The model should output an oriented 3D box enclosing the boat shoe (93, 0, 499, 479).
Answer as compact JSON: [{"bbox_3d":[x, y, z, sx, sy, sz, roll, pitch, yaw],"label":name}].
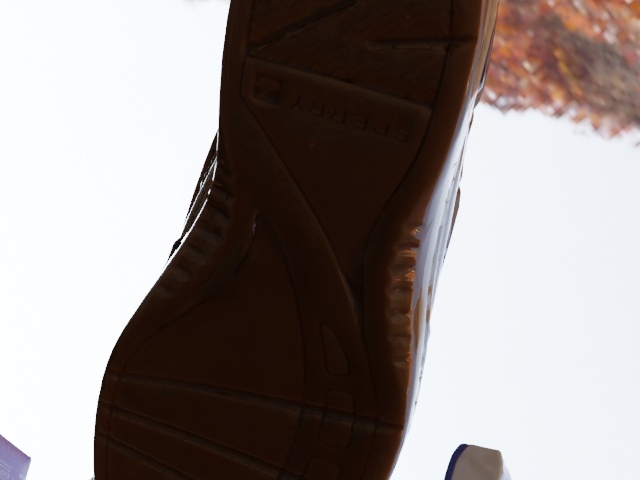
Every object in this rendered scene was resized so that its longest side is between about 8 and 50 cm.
[{"bbox_3d":[0.000,0.000,0.713,0.123,0.123,0.342,19,-64,11],"label":"boat shoe"}]

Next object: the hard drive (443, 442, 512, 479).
[{"bbox_3d":[0.115,0.305,1.302,0.040,0.318,0.210,10,-115,19],"label":"hard drive"}]

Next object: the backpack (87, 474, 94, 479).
[{"bbox_3d":[-0.096,0.287,1.373,0.273,0.356,0.290,-36,-121,33],"label":"backpack"}]

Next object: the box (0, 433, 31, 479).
[{"bbox_3d":[-0.439,0.176,1.631,0.293,0.201,0.057,8,-110,15],"label":"box"}]
